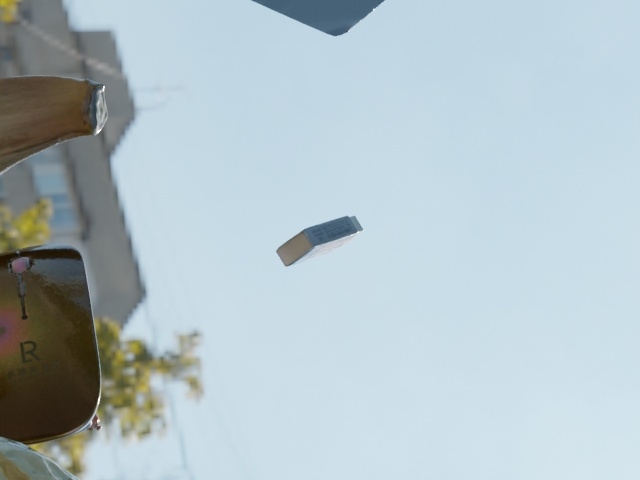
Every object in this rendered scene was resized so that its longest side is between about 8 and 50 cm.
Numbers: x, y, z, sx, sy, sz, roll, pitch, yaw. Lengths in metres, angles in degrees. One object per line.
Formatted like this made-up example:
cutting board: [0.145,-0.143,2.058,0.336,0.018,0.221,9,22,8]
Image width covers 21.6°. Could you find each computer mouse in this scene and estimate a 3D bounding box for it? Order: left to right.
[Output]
computer mouse: [-0.352,0.113,2.032,0.072,0.158,0.310,85,-8,-47]

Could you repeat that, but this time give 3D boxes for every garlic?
garlic: [-0.433,-0.149,2.267,0.112,0.318,0.143,58,21,-43]

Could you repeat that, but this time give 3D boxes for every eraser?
eraser: [0.000,0.000,2.040,0.052,0.122,0.029,-35,-99,33]

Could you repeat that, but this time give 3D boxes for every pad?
pad: [0.018,-0.364,2.290,0.181,0.267,0.004,-40,-118,21]

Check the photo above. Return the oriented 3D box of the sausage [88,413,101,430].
sausage: [-0.363,0.241,2.451,0.107,0.031,0.031,41,-38,2]

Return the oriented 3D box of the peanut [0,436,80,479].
peanut: [-0.369,0.251,1.577,0.152,0.313,0.152,4,90,-75]
